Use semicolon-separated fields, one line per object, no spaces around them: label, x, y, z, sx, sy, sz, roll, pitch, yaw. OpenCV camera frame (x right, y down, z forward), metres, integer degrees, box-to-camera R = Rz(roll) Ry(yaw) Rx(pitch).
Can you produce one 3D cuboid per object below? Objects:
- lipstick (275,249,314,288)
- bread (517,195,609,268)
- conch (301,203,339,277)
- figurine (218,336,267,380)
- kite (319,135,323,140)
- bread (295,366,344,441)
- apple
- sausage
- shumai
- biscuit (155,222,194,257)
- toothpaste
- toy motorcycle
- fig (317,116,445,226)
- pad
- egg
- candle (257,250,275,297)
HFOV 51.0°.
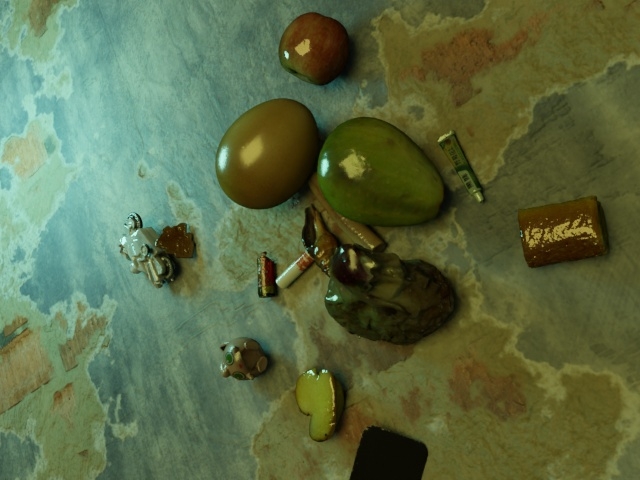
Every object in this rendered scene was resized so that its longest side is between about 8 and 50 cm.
lipstick;-0.067;0.078;1.843;0.131;0.038;0.038;-44;64;19
bread;0.527;-0.016;1.456;0.172;0.103;0.132;-12;73;30
conch;0.000;0.006;1.796;0.086;0.080;0.233;-32;43;-1
figurine;-0.215;0.328;1.851;0.138;0.125;0.125;-22;72;39
kite;-0.084;-0.328;1.928;0.222;0.008;0.125;-5;80;31
bread;0.000;0.425;1.747;0.149;0.065;0.188;-5;84;42
apple;-0.016;-0.517;1.809;0.188;0.188;0.174;25;92;31
sausage;0.061;-0.072;1.773;0.066;0.066;0.301;-48;61;17
shumai;0.126;0.132;1.576;0.346;0.283;0.217;5;84;30
biscuit;-0.437;0.008;2.060;0.119;0.019;0.130;-38;79;-23
toothpaste;0.346;-0.178;1.633;0.049;0.031;0.204;-33;65;23
toy motorcycle;-0.554;0.043;2.116;0.260;0.110;0.171;50;125;19
fig;0.148;-0.154;1.627;0.326;0.258;0.258;28;98;18
pad;0.087;0.567;1.672;0.323;0.055;0.250;17;92;32
egg;-0.140;-0.234;1.807;0.250;0.250;0.322;42;102;29
candle;-0.153;0.095;1.886;0.052;0.052;0.131;-8;80;30
